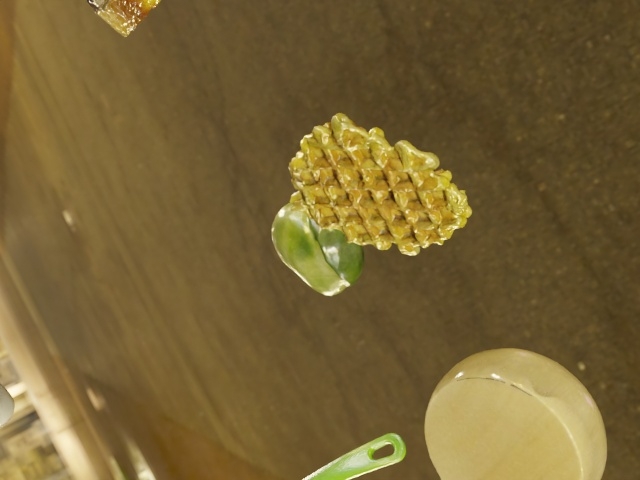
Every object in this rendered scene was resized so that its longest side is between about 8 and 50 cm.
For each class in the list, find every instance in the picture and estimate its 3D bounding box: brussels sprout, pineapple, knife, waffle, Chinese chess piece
[{"bbox_3d":[-0.004,-0.004,1.821,0.145,0.131,0.183,49,-178,-44],"label":"brussels sprout"},{"bbox_3d":[-0.326,-0.440,1.941,0.236,0.186,0.114,-17,144,39],"label":"pineapple"},{"bbox_3d":[-0.001,0.213,0.987,0.022,0.166,0.078,44,-161,-46],"label":"knife"},{"bbox_3d":[0.074,-0.065,1.526,0.238,0.058,0.243,32,148,-5],"label":"waffle"},{"bbox_3d":[0.262,0.264,1.558,0.251,0.097,0.250,18,123,31],"label":"Chinese chess piece"}]

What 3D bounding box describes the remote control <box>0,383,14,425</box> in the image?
[{"bbox_3d":[-0.546,0.192,1.727,0.044,0.073,0.229,-29,113,39],"label":"remote control"}]
